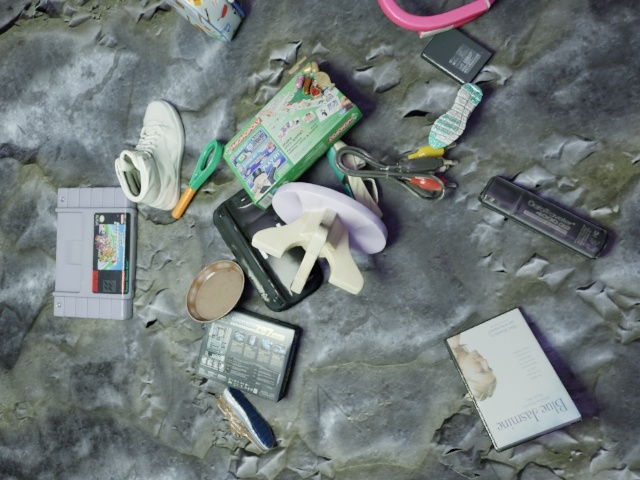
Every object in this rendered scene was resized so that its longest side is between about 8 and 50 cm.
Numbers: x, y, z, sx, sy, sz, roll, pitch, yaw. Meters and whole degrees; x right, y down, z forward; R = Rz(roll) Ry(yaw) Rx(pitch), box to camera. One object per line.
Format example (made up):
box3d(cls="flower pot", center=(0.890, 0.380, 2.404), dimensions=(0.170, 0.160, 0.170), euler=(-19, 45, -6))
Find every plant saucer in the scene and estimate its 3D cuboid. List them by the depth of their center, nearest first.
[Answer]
box3d(cls="plant saucer", center=(-0.254, 0.128, 1.159), dimensions=(0.168, 0.029, 0.169), euler=(-14, 53, 20))

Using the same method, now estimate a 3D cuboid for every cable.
box3d(cls="cable", center=(0.175, -0.153, 1.072), dimensions=(0.287, 0.072, 0.140), euler=(-2, 92, 4))

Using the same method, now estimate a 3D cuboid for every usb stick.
box3d(cls="usb stick", center=(0.484, -0.052, 1.027), dimensions=(0.278, 0.045, 0.077), euler=(30, 88, 13))

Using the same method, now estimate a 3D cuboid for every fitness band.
box3d(cls="fitness band", center=(0.267, -0.582, 1.049), dimensions=(0.290, 0.054, 0.209), euler=(-20, 93, -1))

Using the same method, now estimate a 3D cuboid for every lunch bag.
box3d(cls="lunch bag", center=(-0.331, -0.619, 1.134), dimensions=(0.303, 0.243, 0.115), euler=(36, 97, 13))

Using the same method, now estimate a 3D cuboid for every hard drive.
box3d(cls="hard drive", center=(0.314, -0.430, 1.089), dimensions=(0.135, 0.022, 0.094), euler=(40, 97, 11))

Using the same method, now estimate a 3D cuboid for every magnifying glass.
box3d(cls="magnifying glass", center=(-0.319, -0.157, 1.211), dimensions=(0.231, 0.026, 0.092), euler=(-57, 36, 15))

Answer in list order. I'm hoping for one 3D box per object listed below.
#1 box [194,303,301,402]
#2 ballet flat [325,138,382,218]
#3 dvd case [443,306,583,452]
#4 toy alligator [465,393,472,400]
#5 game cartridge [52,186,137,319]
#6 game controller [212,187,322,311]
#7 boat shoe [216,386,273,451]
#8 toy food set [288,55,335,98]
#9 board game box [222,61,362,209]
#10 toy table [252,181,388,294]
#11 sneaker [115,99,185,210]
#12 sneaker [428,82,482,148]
box3d(cls="box", center=(-0.181, 0.273, 1.166), dimensions=(0.232, 0.059, 0.184), euler=(14, 92, 14))
box3d(cls="ballet flat", center=(0.081, -0.149, 1.116), dimensions=(0.086, 0.086, 0.249), euler=(-22, 85, 12))
box3d(cls="dvd case", center=(0.397, 0.290, 0.998), dimensions=(0.180, 0.022, 0.253), euler=(-27, 59, 11))
box3d(cls="toy alligator", center=(0.413, 0.320, 1.033), dimensions=(0.189, 0.056, 0.051), euler=(-9, 42, 19))
box3d(cls="game cartridge", center=(-0.612, 0.033, 1.277), dimensions=(0.230, 0.068, 0.355), euler=(0, 88, 17))
box3d(cls="game controller", center=(-0.133, 0.014, 1.171), dimensions=(0.166, 0.067, 0.319), euler=(-33, 82, -4))
box3d(cls="boat shoe", center=(-0.189, 0.450, 1.165), dimensions=(0.066, 0.066, 0.183), euler=(-46, 69, 13))
box3d(cls="toy food set", center=(-0.023, -0.373, 1.102), dimensions=(0.078, 0.019, 0.122), euler=(-39, 64, 12))
box3d(cls="board game box", center=(-0.080, -0.253, 1.125), dimensions=(0.317, 0.046, 0.214), euler=(-42, 55, 9))
box3d(cls="toy table", center=(0.000, 0.000, 1.035), dimensions=(0.274, 0.252, 0.161), euler=(18, 55, 9))
box3d(cls="sneaker", center=(-0.430, -0.231, 1.185), dimensions=(0.108, 0.169, 0.293), euler=(-5, 86, 15))
box3d(cls="sneaker", center=(0.301, -0.267, 1.057), dimensions=(0.065, 0.076, 0.166), euler=(38, 86, 10))
